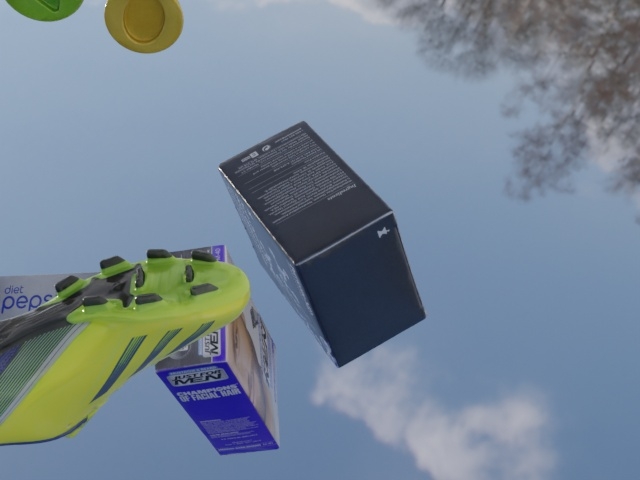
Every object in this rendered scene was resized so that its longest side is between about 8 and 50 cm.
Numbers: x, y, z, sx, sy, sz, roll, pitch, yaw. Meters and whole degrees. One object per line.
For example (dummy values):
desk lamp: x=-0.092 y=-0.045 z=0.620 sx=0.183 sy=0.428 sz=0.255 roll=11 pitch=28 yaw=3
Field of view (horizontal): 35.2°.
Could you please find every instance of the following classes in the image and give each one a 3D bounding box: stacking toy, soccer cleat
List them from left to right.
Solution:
soccer cleat: x=-0.189 y=0.095 z=0.816 sx=0.289 sy=0.121 sz=0.093 roll=-20 pitch=-152 yaw=-6
stacking toy: x=-0.331 y=-0.458 z=1.518 sx=0.280 sy=0.309 sz=0.130 roll=7 pitch=-141 yaw=-9

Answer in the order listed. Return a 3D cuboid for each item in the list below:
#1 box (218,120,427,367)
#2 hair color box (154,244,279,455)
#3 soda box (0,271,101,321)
box: x=0.000 y=0.000 z=2.002 sx=0.212 sy=0.293 sz=0.395 roll=-29 pitch=-140 yaw=-10
hair color box: x=-0.145 y=0.172 z=1.494 sx=0.110 sy=0.339 sz=0.185 roll=-9 pitch=-122 yaw=8
soda box: x=-0.457 y=0.111 z=1.593 sx=0.286 sy=0.098 sz=0.091 roll=-4 pitch=161 yaw=16
